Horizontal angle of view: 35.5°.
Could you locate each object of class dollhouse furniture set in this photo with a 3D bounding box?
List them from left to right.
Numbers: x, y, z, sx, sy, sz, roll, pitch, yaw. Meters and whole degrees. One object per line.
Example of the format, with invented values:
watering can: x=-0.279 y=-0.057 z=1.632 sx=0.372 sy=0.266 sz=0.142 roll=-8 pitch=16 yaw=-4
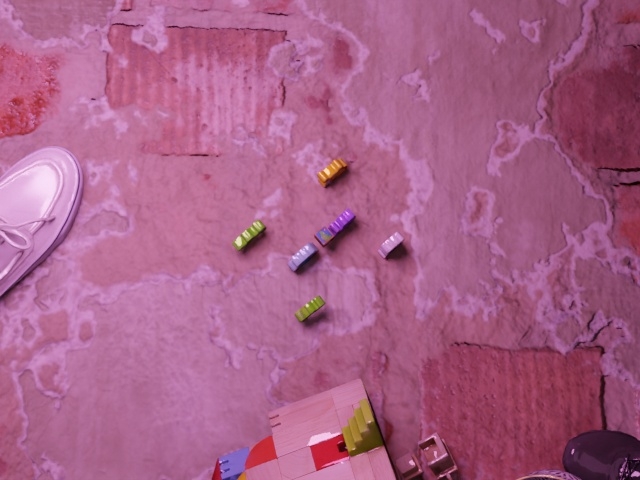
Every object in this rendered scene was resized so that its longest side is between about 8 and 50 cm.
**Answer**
dollhouse furniture set: x=0.136 y=0.404 z=1.477 sx=0.181 sy=0.101 sz=0.161 roll=-28 pitch=48 yaw=5

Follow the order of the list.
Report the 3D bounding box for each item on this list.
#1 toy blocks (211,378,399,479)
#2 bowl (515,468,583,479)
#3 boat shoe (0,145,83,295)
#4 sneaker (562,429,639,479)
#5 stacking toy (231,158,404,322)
toy blocks: x=-0.023 y=0.353 z=1.344 sx=0.260 sy=0.381 sz=0.191 roll=-21 pitch=123 yaw=0
bowl: x=0.349 y=0.396 z=1.466 sx=0.170 sy=0.170 sz=0.080 roll=44 pitch=35 yaw=5
boat shoe: x=-0.489 y=-0.001 z=1.453 sx=0.136 sy=0.156 sz=0.367 roll=40 pitch=79 yaw=4
sneaker: x=0.503 y=0.352 z=1.477 sx=0.286 sy=0.130 sz=0.109 roll=17 pitch=80 yaw=0
stacking toy: x=0.000 y=0.000 z=1.550 sx=0.221 sy=0.052 sz=0.167 roll=-39 pitch=82 yaw=-9
